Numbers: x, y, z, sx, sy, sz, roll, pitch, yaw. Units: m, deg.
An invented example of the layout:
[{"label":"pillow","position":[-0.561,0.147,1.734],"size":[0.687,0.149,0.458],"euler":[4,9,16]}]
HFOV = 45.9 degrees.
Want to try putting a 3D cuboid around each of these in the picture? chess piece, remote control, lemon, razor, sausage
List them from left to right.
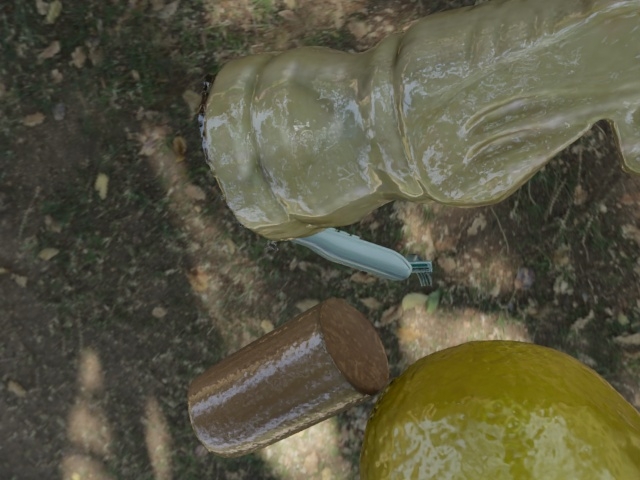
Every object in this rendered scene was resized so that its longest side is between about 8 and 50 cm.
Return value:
[{"label":"sausage","position":[-0.050,0.170,0.885],"size":[0.253,0.123,0.123],"euler":[-33,99,29]},{"label":"remote control","position":[0.000,0.000,0.669],"size":[0.162,0.061,0.029],"euler":[18,88,-10]},{"label":"razor","position":[0.155,0.046,1.199],"size":[0.068,0.191,0.037],"euler":[-1,80,17]},{"label":"chess piece","position":[0.089,-0.078,0.430],"size":[0.301,0.137,0.137],"euler":[-9,107,29]},{"label":"lemon","position":[0.176,0.228,0.728],"size":[0.293,0.293,0.293],"euler":[4,109,11]}]
